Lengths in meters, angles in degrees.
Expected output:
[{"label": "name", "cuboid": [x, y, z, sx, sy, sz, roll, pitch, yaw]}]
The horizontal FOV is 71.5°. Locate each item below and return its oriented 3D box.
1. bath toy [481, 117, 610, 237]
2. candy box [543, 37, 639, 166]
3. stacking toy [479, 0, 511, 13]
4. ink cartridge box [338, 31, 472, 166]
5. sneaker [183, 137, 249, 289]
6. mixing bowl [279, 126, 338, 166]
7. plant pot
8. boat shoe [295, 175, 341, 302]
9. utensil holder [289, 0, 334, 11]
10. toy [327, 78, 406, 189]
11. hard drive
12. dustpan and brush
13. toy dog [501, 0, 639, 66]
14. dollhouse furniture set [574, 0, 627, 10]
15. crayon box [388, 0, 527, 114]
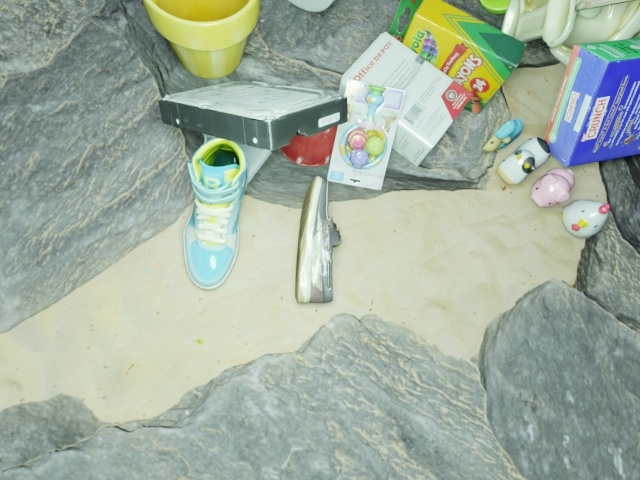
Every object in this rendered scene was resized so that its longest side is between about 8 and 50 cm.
[{"label": "bath toy", "cuboid": [0.561, -0.147, 1.090, 0.151, 0.129, 0.348, -42, 83, -6]}, {"label": "candy box", "cuboid": [0.753, -0.346, 1.103, 0.316, 0.268, 0.122, -11, 42, -12]}, {"label": "stacking toy", "cuboid": [0.574, -0.803, 1.332, 0.279, 0.130, 0.309, -30, 75, 11]}, {"label": "ink cartridge box", "cuboid": [0.202, -0.352, 1.110, 0.272, 0.114, 0.197, 38, 73, 3]}, {"label": "sneaker", "cuboid": [-0.221, -0.060, 0.901, 0.126, 0.208, 0.319, 7, 84, -7]}, {"label": "mixing bowl", "cuboid": [-0.019, -0.280, 1.067, 0.181, 0.098, 0.182, 2, 73, -8]}, {"label": "plant pot", "cuboid": [-0.266, -0.514, 1.028, 0.253, 0.239, 0.254, 2, 72, -8]}, {"label": "boat shoe", "cuboid": [0.000, 0.000, 0.987, 0.092, 0.103, 0.286, 8, 76, -11]}, {"label": "utensil holder", "cuboid": [0.041, -0.830, 1.117, 0.327, 0.327, 0.385, 39, 79, 5]}, {"label": "toy", "cuboid": [0.104, -0.234, 1.022, 0.136, 0.056, 0.238, 10, 110, -5]}, {"label": "hard drive", "cuboid": [-0.144, -0.276, 0.932, 0.338, 0.064, 0.236, 21, 37, 35]}, {"label": "dustpan and brush", "cuboid": [-0.238, -0.228, 1.038, 0.211, 0.060, 0.147, 33, 72, 3]}, {"label": "toy dog", "cuboid": [0.734, -0.620, 1.168, 0.407, 0.284, 0.396, 5, 93, -13]}, {"label": "dollhouse furniture set", "cuboid": [0.665, -0.573, 0.994, 0.355, 0.174, 0.304, -3, 109, 15]}, {"label": "crayon box", "cuboid": [0.313, -0.470, 1.118, 0.318, 0.202, 0.081, 28, 72, 2]}]
